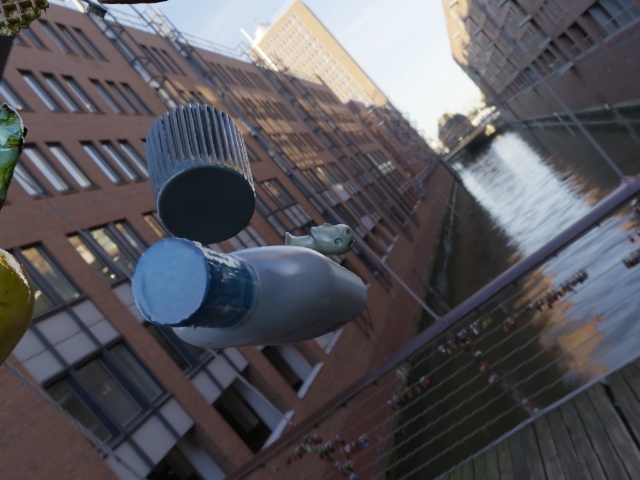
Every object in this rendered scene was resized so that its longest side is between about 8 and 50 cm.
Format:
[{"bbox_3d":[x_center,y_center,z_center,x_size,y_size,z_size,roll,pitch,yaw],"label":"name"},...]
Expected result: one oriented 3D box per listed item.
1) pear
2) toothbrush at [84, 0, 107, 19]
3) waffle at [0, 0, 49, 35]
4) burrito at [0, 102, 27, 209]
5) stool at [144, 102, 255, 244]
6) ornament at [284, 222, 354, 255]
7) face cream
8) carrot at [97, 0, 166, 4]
[{"bbox_3d":[-0.832,0.168,1.186,0.336,0.285,0.285,-58,4,-16],"label":"pear"},{"bbox_3d":[-0.724,-0.670,1.345,0.375,0.028,0.037,4,-71,-61],"label":"toothbrush"},{"bbox_3d":[-0.970,-0.763,1.559,0.058,0.282,0.300,124,151,-79],"label":"waffle"},{"bbox_3d":[-0.427,-0.028,0.650,0.054,0.104,0.288,14,-65,-41],"label":"burrito"},{"bbox_3d":[-0.330,-0.178,1.423,0.297,0.297,0.330,-41,39,13],"label":"stool"},{"bbox_3d":[0.000,0.000,1.185,0.156,0.081,0.075,-7,19,7],"label":"ornament"},{"bbox_3d":[-0.058,0.058,0.497,0.163,0.080,0.337,-19,-15,12],"label":"face cream"},{"bbox_3d":[-0.525,-0.695,1.460,0.216,0.048,0.048,-21,-9,-22],"label":"carrot"}]
